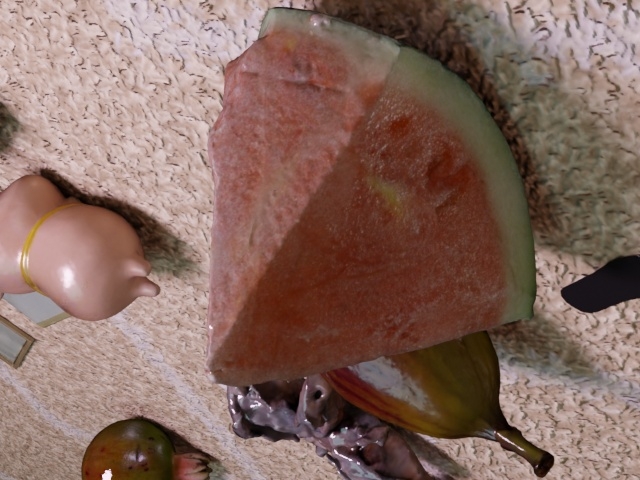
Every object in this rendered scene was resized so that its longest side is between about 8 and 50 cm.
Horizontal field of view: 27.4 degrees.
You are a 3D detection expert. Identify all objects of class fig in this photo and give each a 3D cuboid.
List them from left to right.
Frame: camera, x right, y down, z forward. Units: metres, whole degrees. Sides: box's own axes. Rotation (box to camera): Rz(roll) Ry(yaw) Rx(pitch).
[{"bbox_3d":[0.110,0.125,1.228,0.274,0.145,0.170,38,158,23],"label":"fig"}]

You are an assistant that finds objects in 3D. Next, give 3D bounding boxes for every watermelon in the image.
[{"bbox_3d":[0.039,-0.018,0.992,0.250,0.292,0.283,-4,145,5],"label":"watermelon"}]

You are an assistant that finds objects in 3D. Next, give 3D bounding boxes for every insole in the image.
[{"bbox_3d":[0.253,0.037,1.099,0.053,0.002,0.153,37,153,-9],"label":"insole"}]

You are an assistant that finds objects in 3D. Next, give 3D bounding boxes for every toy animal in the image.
[{"bbox_3d":[-0.299,0.015,1.526,0.248,0.149,0.165,10,132,19],"label":"toy animal"}]

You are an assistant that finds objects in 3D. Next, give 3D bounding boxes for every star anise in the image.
[{"bbox_3d":[0.001,0.225,1.582,0.198,0.110,0.257,-1,144,48],"label":"star anise"}]

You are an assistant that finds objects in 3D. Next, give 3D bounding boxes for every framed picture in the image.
[{"bbox_3d":[-0.543,0.151,2.164,0.136,0.010,0.201,35,154,-6],"label":"framed picture"}]

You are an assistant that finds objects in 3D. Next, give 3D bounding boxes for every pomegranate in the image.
[{"bbox_3d":[-0.278,0.375,2.099,0.210,0.180,0.180,-2,148,3],"label":"pomegranate"}]

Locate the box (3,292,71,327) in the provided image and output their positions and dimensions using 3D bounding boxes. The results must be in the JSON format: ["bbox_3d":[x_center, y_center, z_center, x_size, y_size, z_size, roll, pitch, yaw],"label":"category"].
[{"bbox_3d":[-0.394,0.029,1.750,0.211,0.045,0.270,40,153,-14],"label":"box"}]

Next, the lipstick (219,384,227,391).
[{"bbox_3d":[-0.086,0.201,1.710,0.141,0.040,0.040,39,153,-12],"label":"lipstick"}]
